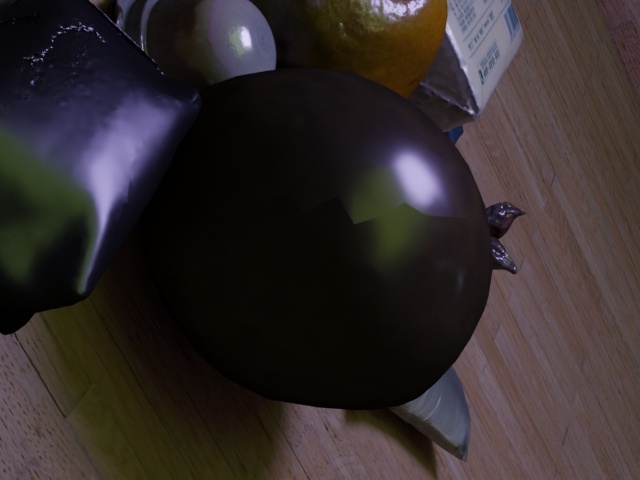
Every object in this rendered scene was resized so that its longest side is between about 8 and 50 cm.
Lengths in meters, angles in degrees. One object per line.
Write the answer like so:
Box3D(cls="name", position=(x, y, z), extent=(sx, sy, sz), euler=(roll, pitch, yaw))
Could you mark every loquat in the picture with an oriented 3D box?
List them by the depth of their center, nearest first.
Box3D(cls="loquat", position=(0.010, -0.273, 1.796), extent=(0.284, 0.276, 0.276), euler=(-40, 110, -45))

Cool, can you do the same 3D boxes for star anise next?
Box3D(cls="star anise", position=(0.202, -0.070, 2.172), extent=(0.218, 0.148, 0.227), euler=(36, -14, 39))

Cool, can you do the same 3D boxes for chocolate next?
Box3D(cls="chocolate", position=(-0.129, -0.208, 1.596), extent=(0.221, 0.147, 0.221), euler=(37, 43, -44))

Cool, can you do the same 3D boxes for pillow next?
Box3D(cls="pillow", position=(0.117, 0.184, 1.880), extent=(0.254, 0.078, 0.144), euler=(40, 39, -48))

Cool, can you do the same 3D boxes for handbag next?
Box3D(cls="handbag", position=(-0.275, -0.112, 1.248), extent=(0.288, 0.152, 0.342), euler=(51, 36, -21))

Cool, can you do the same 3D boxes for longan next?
Box3D(cls="longan", position=(0.000, 0.000, 1.500), extent=(0.404, 0.336, 0.404), euler=(40, 1, -1))

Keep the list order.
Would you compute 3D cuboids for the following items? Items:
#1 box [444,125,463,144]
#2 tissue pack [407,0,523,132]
Box3D(cls="box", position=(0.186, -0.179, 2.291), extent=(0.099, 0.074, 0.054), euler=(-50, 131, -61))
Box3D(cls="tissue pack", position=(0.140, -0.334, 2.143), extent=(0.297, 0.207, 0.380), euler=(64, 26, -14))
